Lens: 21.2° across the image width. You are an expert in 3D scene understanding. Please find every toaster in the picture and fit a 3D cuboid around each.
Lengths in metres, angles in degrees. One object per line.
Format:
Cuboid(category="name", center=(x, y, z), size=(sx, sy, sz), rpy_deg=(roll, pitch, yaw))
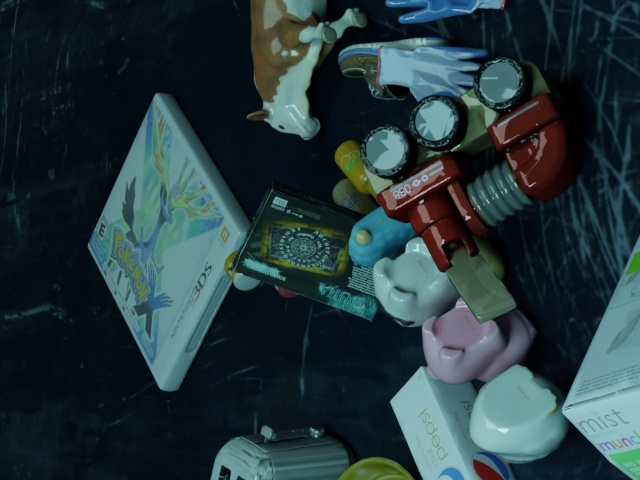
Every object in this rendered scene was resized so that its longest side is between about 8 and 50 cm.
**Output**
Cuboid(category="toaster", center=(-0.056, 0.339, 2.119), size=(0.129, 0.146, 0.227), rpy_deg=(25, 107, 54))

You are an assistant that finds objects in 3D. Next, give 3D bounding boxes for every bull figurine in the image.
Cuboid(category="bull figurine", center=(-0.027, -0.290, 2.189), size=(0.188, 0.101, 0.310), rpy_deg=(-20, 72, 48))

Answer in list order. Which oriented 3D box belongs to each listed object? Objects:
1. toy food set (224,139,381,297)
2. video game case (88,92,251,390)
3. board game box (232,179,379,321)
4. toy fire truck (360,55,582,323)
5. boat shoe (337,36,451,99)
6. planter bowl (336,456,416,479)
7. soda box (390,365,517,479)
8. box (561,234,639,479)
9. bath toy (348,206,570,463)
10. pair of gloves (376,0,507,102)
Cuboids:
Cuboid(category="toy food set", center=(0.000, 0.000, 2.092), size=(0.232, 0.111, 0.104), rpy_deg=(-42, 46, 4))
Cuboid(category="video game case", center=(-0.224, 0.000, 2.490), size=(0.300, 0.036, 0.329), rpy_deg=(-62, 41, 30))
Cuboid(category="board game box", center=(0.003, 0.014, 2.044), size=(0.026, 0.186, 0.126), rpy_deg=(-90, 24, -57))
Cuboid(category="toy fire truck", center=(0.179, -0.042, 1.786), size=(0.217, 0.158, 0.246), rpy_deg=(-30, 75, 16))
Cuboid(category="boat shoe", center=(0.083, -0.203, 2.049), size=(0.183, 0.066, 0.066), rpy_deg=(-2, 86, 55))
Cuboid(category="planter bowl", center=(0.091, 0.358, 1.951), size=(0.217, 0.090, 0.217), rpy_deg=(-17, 69, 51))
Cuboid(category="soda box", center=(0.157, 0.246, 1.894), size=(0.074, 0.069, 0.216), rpy_deg=(-53, 47, 38))
Cuboid(category="box", center=(0.367, 0.071, 1.468), size=(0.262, 0.127, 0.231), rpy_deg=(-24, 29, 51))
Cuboid(category="bath toy", center=(0.164, 0.104, 1.854), size=(0.348, 0.151, 0.129), rpy_deg=(59, 170, 36))
Cuboid(category="pair of gloves", center=(0.138, -0.237, 1.955), size=(0.159, 0.023, 0.198), rpy_deg=(10, 93, 27))
